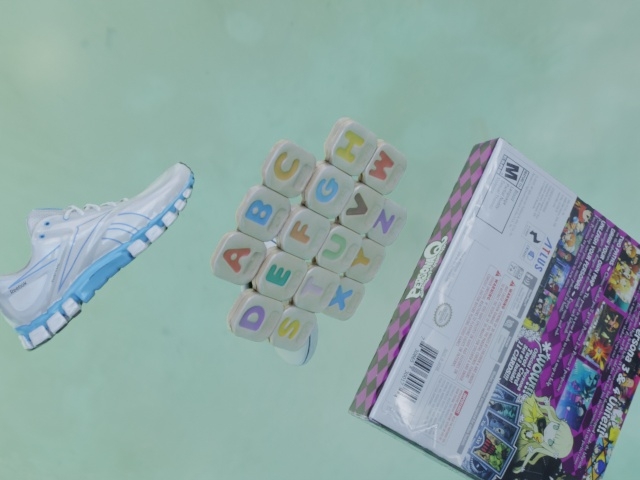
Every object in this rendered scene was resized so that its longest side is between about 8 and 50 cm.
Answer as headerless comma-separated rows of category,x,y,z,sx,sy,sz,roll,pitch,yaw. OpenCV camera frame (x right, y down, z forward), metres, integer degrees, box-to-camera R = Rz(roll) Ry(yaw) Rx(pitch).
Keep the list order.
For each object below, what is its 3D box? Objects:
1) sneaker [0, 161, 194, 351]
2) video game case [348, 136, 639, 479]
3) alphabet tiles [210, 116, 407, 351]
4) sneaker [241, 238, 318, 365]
sneaker,-0.183,-0.006,0.668,0.190,0.071,0.083,-45,101,-15
video game case,0.157,0.074,0.648,0.210,0.042,0.232,32,74,-20
alphabet tiles,0.000,0.000,1.017,0.021,0.278,0.284,32,94,40
sneaker,-0.072,0.101,1.245,0.094,0.258,0.091,15,45,32
